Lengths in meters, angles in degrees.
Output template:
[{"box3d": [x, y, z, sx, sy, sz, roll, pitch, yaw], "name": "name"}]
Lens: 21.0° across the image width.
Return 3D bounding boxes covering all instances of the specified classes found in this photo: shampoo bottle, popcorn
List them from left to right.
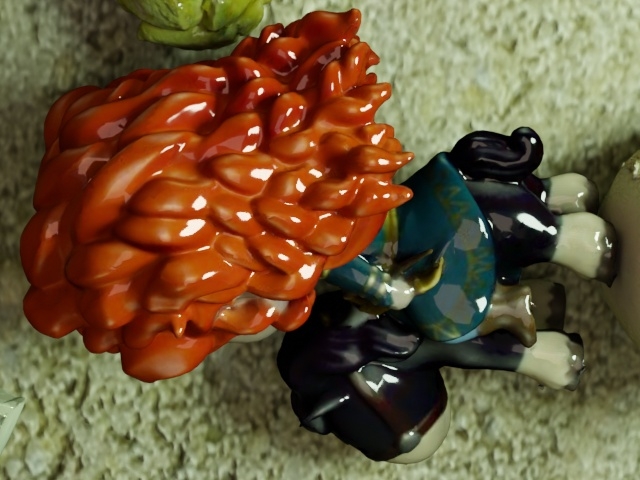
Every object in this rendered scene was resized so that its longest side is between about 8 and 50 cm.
[{"box3d": [-0.272, 0.173, 1.312, 0.049, 0.034, 0.141, 20, 103, -15], "name": "shampoo bottle"}, {"box3d": [-0.092, -0.188, 1.196, 0.106, 0.120, 0.116, -10, 79, 37], "name": "popcorn"}]

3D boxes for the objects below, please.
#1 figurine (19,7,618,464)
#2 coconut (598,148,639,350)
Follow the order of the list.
[{"box3d": [0.005, 0.007, 1.202, 0.411, 0.241, 0.306, 30, 129, -27], "name": "figurine"}, {"box3d": [0.307, 0.017, 1.196, 0.224, 0.234, 0.224, 0, 98, -2], "name": "coconut"}]
